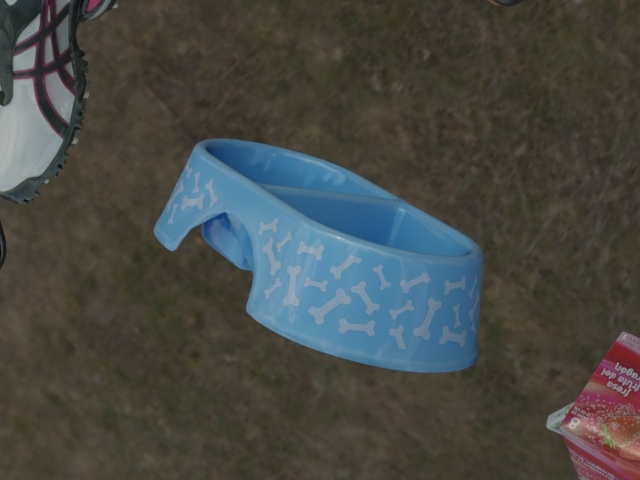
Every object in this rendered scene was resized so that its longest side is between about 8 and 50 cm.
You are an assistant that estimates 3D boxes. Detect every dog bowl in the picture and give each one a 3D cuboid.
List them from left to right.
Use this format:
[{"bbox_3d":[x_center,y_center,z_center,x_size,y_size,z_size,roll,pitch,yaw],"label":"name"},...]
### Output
[{"bbox_3d":[0.000,0.000,0.945,0.297,0.165,0.074,34,113,52],"label":"dog bowl"}]

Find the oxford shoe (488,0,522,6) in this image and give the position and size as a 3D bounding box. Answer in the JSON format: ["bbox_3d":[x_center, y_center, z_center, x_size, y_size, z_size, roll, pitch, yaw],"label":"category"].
[{"bbox_3d":[0.203,-0.355,1.583,0.098,0.097,0.271,60,-176,37],"label":"oxford shoe"}]

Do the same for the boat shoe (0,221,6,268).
[{"bbox_3d":[-0.346,-0.066,1.215,0.076,0.080,0.229,-13,98,59],"label":"boat shoe"}]

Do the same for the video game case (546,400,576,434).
[{"bbox_3d":[0.437,0.255,1.788,0.212,0.023,0.193,24,152,-10],"label":"video game case"}]

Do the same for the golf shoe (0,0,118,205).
[{"bbox_3d":[-0.249,-0.165,1.125,0.105,0.120,0.273,37,113,49],"label":"golf shoe"}]

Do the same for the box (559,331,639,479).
[{"bbox_3d":[0.367,0.209,1.250,0.256,0.123,0.128,26,160,32],"label":"box"}]
